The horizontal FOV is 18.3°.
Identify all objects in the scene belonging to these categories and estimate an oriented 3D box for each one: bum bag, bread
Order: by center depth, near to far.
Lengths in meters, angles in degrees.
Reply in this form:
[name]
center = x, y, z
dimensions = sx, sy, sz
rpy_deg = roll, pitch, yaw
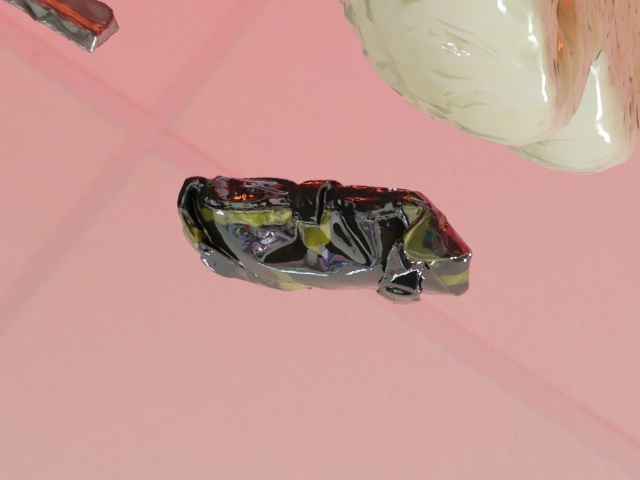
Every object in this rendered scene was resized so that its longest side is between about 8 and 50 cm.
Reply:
[bread]
center = 0.030, -0.163, 0.407
dimensions = 0.054, 0.316, 0.316
rpy_deg = -4, -110, 16
[bum bag]
center = 0.000, 0.000, 1.334
dimensions = 0.232, 0.106, 0.060
rpy_deg = 6, -127, 38

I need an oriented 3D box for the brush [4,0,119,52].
[brush]
center = -0.208, -0.166, 0.787
dimensions = 0.301, 0.071, 0.084
rpy_deg = 36, -143, -4
